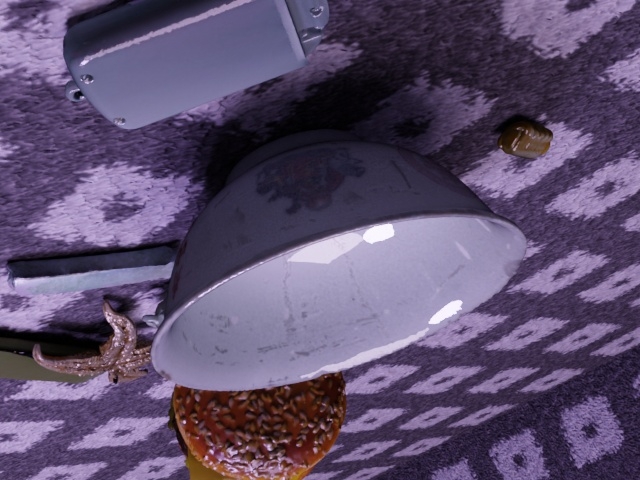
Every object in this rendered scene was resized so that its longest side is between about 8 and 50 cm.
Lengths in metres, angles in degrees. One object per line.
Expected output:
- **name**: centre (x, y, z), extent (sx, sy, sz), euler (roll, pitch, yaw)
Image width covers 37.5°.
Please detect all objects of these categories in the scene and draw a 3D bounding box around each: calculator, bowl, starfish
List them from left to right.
- **starfish**: centre (-0.285, 0.153, 1.347), extent (0.138, 0.050, 0.247), euler (-45, 152, 13)
- **calculator**: centre (-0.110, -0.170, 0.830), extent (0.246, 0.045, 0.141), euler (-20, 156, 4)
- **bowl**: centre (0.000, 0.000, 1.088), extent (0.435, 0.196, 0.435), euler (-15, 155, -7)

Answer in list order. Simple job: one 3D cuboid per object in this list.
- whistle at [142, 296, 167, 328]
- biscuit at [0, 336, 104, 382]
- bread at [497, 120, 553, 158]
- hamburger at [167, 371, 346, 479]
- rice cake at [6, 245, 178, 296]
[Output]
- **whistle**: centre (-0.129, 0.106, 1.334), extent (0.253, 0.102, 0.106), euler (3, 108, -28)
- **biscuit**: centre (-0.427, 0.165, 1.323), extent (0.099, 0.038, 0.322), euler (-28, 155, 28)
- **bread**: centre (0.262, -0.129, 1.201), extent (0.088, 0.033, 0.049), euler (1, 135, -45)
- **hamburger**: centre (-0.102, 0.250, 1.461), extent (0.291, 0.291, 0.225), euler (-12, 161, -14)
- **rice cake**: centre (-0.277, 0.037, 1.163), extent (0.211, 0.034, 0.043), euler (-6, 144, -26)
